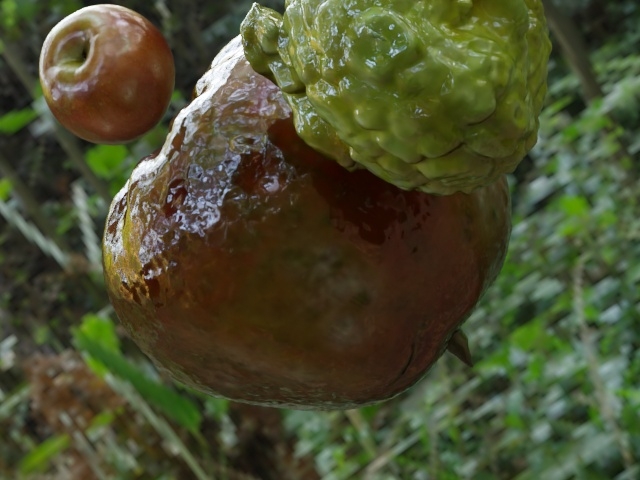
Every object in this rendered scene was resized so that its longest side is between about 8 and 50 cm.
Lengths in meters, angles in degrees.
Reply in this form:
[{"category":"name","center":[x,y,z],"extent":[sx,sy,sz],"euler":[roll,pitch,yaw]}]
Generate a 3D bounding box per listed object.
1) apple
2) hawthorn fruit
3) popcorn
[{"category":"apple","center":[-0.239,-0.186,1.997],"extent":[0.163,0.139,0.163],"euler":[-14,62,28]},{"category":"hawthorn fruit","center":[0.000,0.000,1.729],"extent":[0.403,0.403,0.403],"euler":[-33,13,9]},{"category":"popcorn","center":[0.063,-0.150,1.467],"extent":[0.252,0.237,0.205],"euler":[9,77,23]}]
